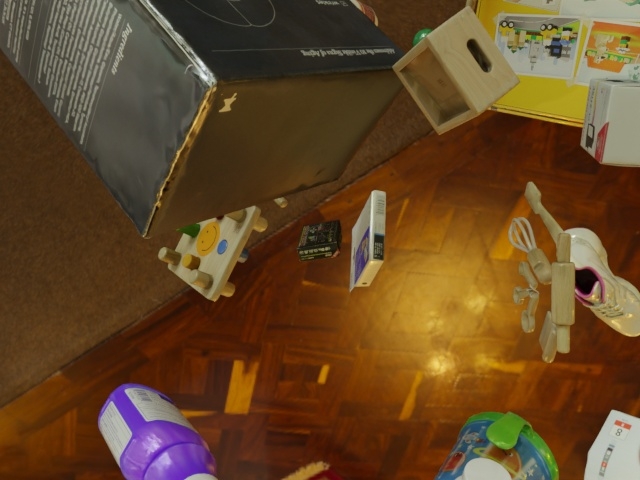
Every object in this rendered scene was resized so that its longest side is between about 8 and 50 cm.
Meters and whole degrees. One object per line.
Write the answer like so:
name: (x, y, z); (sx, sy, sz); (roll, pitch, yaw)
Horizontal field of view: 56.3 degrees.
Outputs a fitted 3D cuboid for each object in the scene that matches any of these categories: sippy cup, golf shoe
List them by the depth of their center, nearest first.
sippy cup: (0.355, 0.527, 1.285); (0.240, 0.224, 0.306); (-15, 98, 47)
golf shoe: (0.620, 0.119, 1.336); (0.306, 0.140, 0.115); (48, 134, -11)

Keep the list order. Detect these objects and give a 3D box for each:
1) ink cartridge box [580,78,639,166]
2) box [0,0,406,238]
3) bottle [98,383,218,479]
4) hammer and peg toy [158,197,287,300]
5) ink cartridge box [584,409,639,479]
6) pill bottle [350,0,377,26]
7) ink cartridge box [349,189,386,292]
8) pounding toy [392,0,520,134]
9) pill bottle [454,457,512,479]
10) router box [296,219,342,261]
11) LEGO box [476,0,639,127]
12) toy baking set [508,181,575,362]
ink cartridge box: (0.503, -0.205, 1.019); (0.072, 0.175, 0.128); (4, 109, 11)
box: (-0.185, -0.316, 0.983); (0.479, 0.472, 0.297); (-22, 154, -48)
bottle: (-0.208, 0.281, 0.790); (0.118, 0.282, 0.092); (36, 80, -33)
hammer and peg toy: (-0.251, -0.049, 1.520); (0.127, 0.266, 0.362); (27, 89, -42)
ink cartridge box: (0.384, 0.309, 0.726); (0.179, 0.145, 0.045); (-50, 115, -16)
pill bottle: (0.093, -0.575, 1.555); (0.086, 0.152, 0.086); (5, 101, 27)
ink cartridge box: (0.123, 0.009, 1.577); (0.045, 0.207, 0.208); (9, 151, -9)
pounding toy: (0.170, -0.229, 0.739); (0.100, 0.130, 0.141); (-38, 97, -14)
pill bottle: (0.249, 0.445, 0.962); (0.103, 0.103, 0.184); (1, 117, -10)
router box: (0.000, 0.000, 1.376); (0.092, 0.122, 0.038); (-8, 116, 10)
LEGO box: (0.563, -0.415, 1.160); (0.193, 0.500, 0.373); (-21, 124, -46)
toy baking set: (0.319, 0.045, 0.883); (0.030, 0.197, 0.257); (-2, 99, -5)
